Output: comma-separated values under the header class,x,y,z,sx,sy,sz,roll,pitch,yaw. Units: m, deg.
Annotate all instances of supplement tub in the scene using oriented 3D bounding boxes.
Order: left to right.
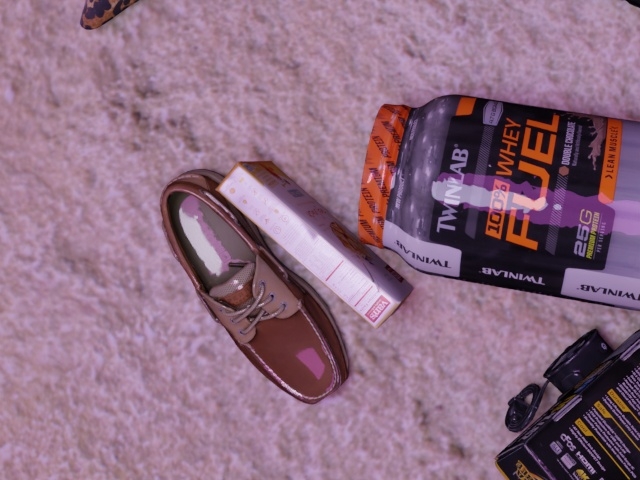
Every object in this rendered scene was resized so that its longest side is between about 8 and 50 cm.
class,x,y,z,sx,sy,sz,roll,pitch,yaw
supplement tub,0.222,-0.047,1.367,0.338,0.207,0.207,9,96,10

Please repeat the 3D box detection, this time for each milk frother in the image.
class,x,y,z,sx,sy,sz,roll,pitch,yaw
milk frother,0.307,0.202,1.438,0.134,0.129,0.143,48,144,4

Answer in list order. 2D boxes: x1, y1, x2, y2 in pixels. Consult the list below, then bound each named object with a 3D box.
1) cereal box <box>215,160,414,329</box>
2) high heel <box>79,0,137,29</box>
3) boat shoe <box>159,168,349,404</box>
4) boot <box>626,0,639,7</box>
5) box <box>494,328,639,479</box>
class,x,y,z,sx,sy,sz,roll,pitch,yaw
cereal box,0.000,0.000,1.431,0.240,0.173,0.047,41,99,4
high heel,-0.154,-0.315,1.471,0.186,0.093,0.261,40,91,12
boat shoe,-0.093,0.060,1.479,0.122,0.120,0.324,-38,87,11
boot,0.454,-0.444,1.316,0.367,0.146,0.445,31,94,19
box,0.378,0.277,1.301,0.257,0.079,0.322,-35,81,-32
